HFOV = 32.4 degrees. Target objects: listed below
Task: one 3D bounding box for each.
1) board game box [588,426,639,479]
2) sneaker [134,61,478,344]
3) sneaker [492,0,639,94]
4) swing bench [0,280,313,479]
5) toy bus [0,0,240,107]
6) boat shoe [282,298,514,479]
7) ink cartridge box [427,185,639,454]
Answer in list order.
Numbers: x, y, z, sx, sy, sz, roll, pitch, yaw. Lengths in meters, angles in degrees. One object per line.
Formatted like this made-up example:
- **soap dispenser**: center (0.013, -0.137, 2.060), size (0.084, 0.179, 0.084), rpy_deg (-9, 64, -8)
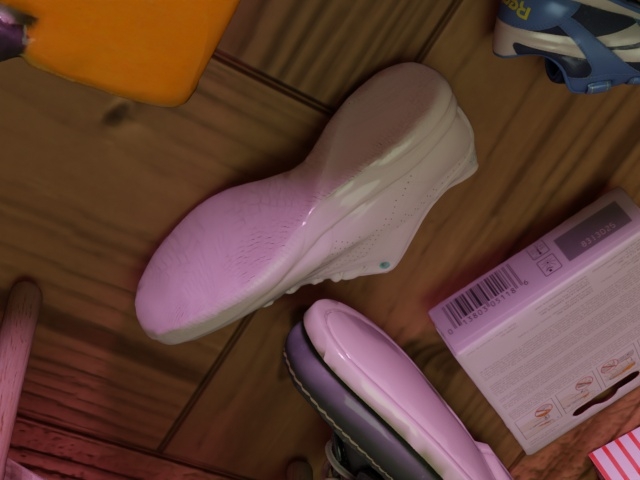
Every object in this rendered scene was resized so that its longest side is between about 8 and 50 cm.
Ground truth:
- **board game box**: center (0.303, 0.202, 0.844), size (0.147, 0.045, 0.193), rpy_deg (-28, 125, 0)
- **sneaker**: center (0.000, 0.000, 0.612), size (0.212, 0.080, 0.094), rpy_deg (-36, 136, 4)
- **sneaker**: center (0.158, -0.109, 0.606), size (0.144, 0.053, 0.059), rpy_deg (18, 117, -19)
- **swing bench**: center (-0.109, 0.199, 0.583), size (0.165, 0.254, 0.253), rpy_deg (-42, 123, 10)
- **toy bus**: center (-0.181, -0.163, 0.415), size (0.333, 0.130, 0.108), rpy_deg (20, 114, -27)
- **boat shoe**: center (0.055, 0.154, 0.691), size (0.099, 0.116, 0.319), rpy_deg (-34, 133, 8)
- **ink cartridge box**: center (0.166, 0.060, 0.729), size (0.145, 0.045, 0.179), rpy_deg (-34, 143, 4)
